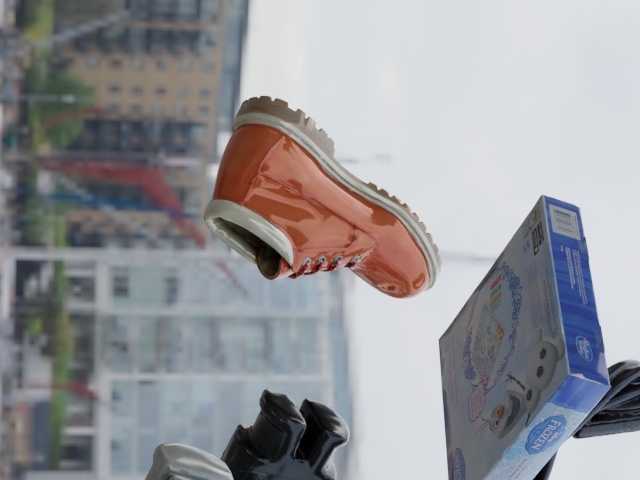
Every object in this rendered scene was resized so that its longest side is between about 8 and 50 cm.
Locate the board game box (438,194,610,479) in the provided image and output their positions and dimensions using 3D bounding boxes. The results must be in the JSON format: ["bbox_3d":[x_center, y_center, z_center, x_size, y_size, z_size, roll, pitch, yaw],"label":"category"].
[{"bbox_3d":[0.073,0.045,0.654,0.090,0.020,0.090,-90,-155,-45],"label":"board game box"}]

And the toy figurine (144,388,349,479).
[{"bbox_3d":[-0.009,0.190,0.837,0.148,0.213,0.209,-63,165,16],"label":"toy figurine"}]

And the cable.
[{"bbox_3d":[0.176,0.142,1.029,0.047,0.184,0.150,35,-80,50],"label":"cable"}]

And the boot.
[{"bbox_3d":[0.000,0.000,0.972,0.059,0.158,0.084,-18,-138,48],"label":"boot"}]
